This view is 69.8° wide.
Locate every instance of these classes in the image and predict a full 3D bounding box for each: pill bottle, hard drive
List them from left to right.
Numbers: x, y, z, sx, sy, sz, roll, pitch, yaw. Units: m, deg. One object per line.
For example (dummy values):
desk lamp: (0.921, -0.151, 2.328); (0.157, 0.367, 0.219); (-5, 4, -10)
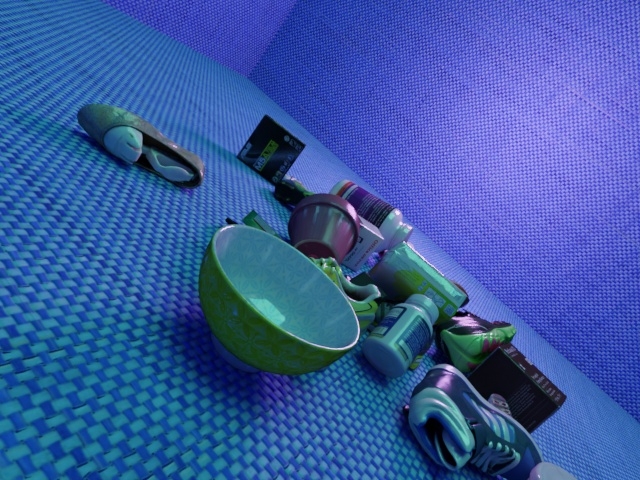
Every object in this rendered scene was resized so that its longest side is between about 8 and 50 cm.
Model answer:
hard drive: (0.087, 0.143, 1.152); (0.094, 0.135, 0.022); (49, -23, 32)
pill bottle: (0.172, -0.077, 1.694); (0.322, 0.182, 0.181); (33, 15, 17)
pill bottle: (0.191, 0.211, 1.053); (0.112, 0.112, 0.186); (42, 55, 12)

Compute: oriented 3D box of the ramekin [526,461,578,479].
ramekin: (0.463, 0.563, 0.833); (0.272, 0.127, 0.273); (34, 17, -12)

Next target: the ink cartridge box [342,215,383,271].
ink cartridge box: (0.078, -0.014, 1.469); (0.203, 0.148, 0.086); (30, 19, -25)

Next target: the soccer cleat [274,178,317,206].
soccer cleat: (-0.027, -0.130, 1.572); (0.289, 0.094, 0.121); (31, 21, 21)

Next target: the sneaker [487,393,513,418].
sneaker: (0.443, 0.473, 1.130); (0.063, 0.075, 0.171); (5, 51, -17)

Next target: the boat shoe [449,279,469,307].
boat shoe: (0.444, 0.216, 1.716); (0.323, 0.123, 0.120); (17, 32, -33)

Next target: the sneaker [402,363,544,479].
sneaker: (0.306, 0.418, 0.917); (0.323, 0.130, 0.236); (46, 28, 9)

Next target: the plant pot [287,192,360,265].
plant pot: (0.000, 0.000, 1.239); (0.201, 0.201, 0.180); (34, 33, -13)

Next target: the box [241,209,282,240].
box: (-0.121, 0.002, 1.114); (0.105, 0.043, 0.179); (45, -9, 18)

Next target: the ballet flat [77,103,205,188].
ballet flat: (-0.404, -0.211, 1.075); (0.315, 0.107, 0.106); (23, 30, -38)

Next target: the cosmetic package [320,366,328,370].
cosmetic package: (-0.024, 0.199, 0.905); (0.060, 0.041, 0.115); (19, 26, -48)

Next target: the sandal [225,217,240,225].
sandal: (-0.191, -0.012, 1.073); (0.067, 0.040, 0.179); (35, -2, -28)

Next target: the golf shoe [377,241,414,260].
golf shoe: (0.299, 0.047, 1.839); (0.140, 0.115, 0.306); (34, 16, -3)

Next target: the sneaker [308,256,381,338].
sneaker: (-0.040, 0.080, 0.997); (0.384, 0.147, 0.145); (30, 21, -20)

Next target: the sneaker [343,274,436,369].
sneaker: (0.174, 0.188, 1.201); (0.300, 0.121, 0.111); (42, 17, 11)

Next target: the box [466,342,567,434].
box: (0.530, 0.418, 1.265); (0.203, 0.167, 0.168); (48, 19, 28)

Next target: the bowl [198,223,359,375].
bowl: (-0.092, 0.124, 0.762); (0.289, 0.156, 0.289); (34, 17, -12)

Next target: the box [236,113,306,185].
box: (-0.178, -0.326, 1.668); (0.184, 0.191, 0.045); (37, 16, -9)

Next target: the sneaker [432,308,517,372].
sneaker: (0.490, 0.294, 1.478); (0.202, 0.185, 0.482); (42, 11, 30)

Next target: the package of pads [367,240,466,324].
package of pads: (0.242, 0.135, 1.280); (0.229, 0.101, 0.296); (41, -20, 6)

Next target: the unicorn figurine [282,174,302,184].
unicorn figurine: (-0.111, -0.216, 1.771); (0.111, 0.060, 0.162); (26, 5, -34)
